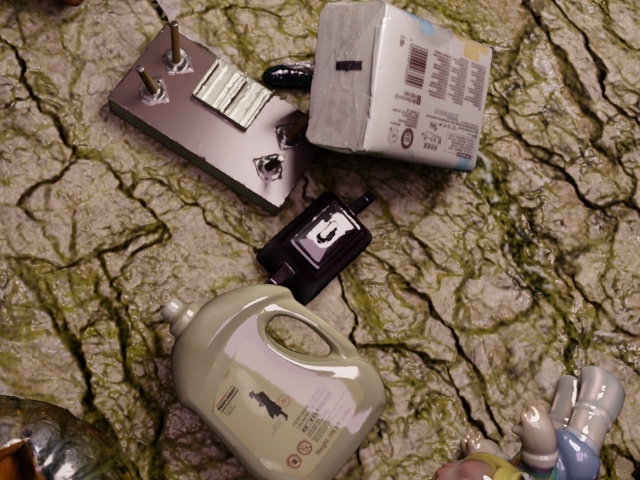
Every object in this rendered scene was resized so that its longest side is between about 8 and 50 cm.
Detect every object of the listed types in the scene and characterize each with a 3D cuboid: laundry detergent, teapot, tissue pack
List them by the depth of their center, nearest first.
[{"bbox_3d":[-0.064,0.145,0.950,0.253,0.091,0.181,39,91,-3],"label":"laundry detergent"},{"bbox_3d":[0.076,-0.172,1.011,0.229,0.145,0.159,2,97,-50],"label":"tissue pack"},{"bbox_3d":[0.000,0.000,1.014,0.177,0.096,0.087,-42,86,-18],"label":"teapot"}]

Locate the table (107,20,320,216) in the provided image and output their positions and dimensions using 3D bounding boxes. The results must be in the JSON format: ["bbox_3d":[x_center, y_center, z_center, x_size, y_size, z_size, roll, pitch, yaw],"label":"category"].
[{"bbox_3d":[-0.115,-0.153,1.024,0.240,0.111,0.122,32,72,-1],"label":"table"}]

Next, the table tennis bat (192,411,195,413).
[{"bbox_3d":[-0.141,0.155,0.994,0.050,0.007,0.083,0,74,-11],"label":"table tennis bat"}]

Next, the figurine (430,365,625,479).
[{"bbox_3d":[0.217,0.288,0.916,0.382,0.224,0.205,-42,90,-18],"label":"figurine"}]

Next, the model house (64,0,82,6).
[{"bbox_3d":[-0.319,-0.407,1.018,0.294,0.252,0.329,36,95,-24],"label":"model house"}]

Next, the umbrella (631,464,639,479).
[{"bbox_3d":[0.481,0.370,1.005,0.118,0.118,0.340,-26,82,-16],"label":"umbrella"}]

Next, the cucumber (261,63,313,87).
[{"bbox_3d":[-0.009,-0.207,1.099,0.133,0.032,0.032,-2,76,-10],"label":"cucumber"}]

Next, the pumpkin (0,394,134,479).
[{"bbox_3d":[-0.313,0.288,0.804,0.320,0.192,0.321,13,54,-18],"label":"pumpkin"}]
